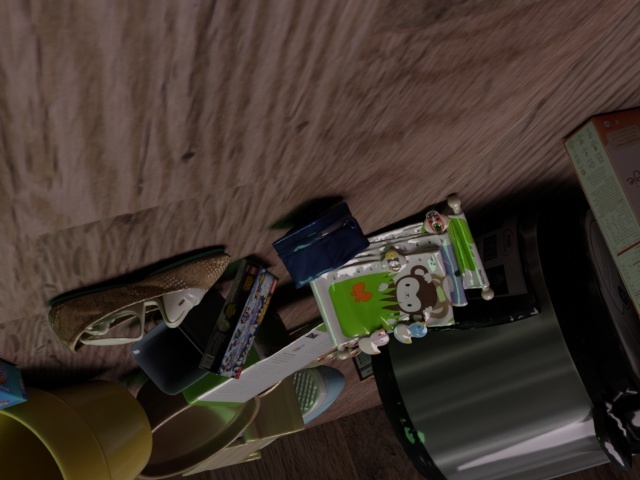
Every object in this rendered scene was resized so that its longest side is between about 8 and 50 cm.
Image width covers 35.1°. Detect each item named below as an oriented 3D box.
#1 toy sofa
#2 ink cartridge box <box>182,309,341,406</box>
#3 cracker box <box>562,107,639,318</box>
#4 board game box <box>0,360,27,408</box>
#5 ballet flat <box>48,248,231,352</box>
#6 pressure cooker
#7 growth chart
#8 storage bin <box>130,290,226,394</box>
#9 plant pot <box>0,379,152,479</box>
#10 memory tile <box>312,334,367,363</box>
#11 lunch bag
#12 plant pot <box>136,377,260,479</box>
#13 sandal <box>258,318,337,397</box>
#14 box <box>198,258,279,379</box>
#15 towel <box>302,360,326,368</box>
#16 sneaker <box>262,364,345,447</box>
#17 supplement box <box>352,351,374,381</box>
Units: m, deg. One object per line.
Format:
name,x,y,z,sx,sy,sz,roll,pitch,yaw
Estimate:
toy sofa,-0.173,0.342,1.951,0.177,0.150,0.362,-9,163,-20
ink cartridge box,-0.068,0.134,1.442,0.255,0.097,0.189,-32,163,8
cracker box,0.392,-0.036,1.136,0.155,0.232,0.067,-13,165,-26
board game box,-0.456,0.182,1.187,0.160,0.047,0.210,-18,165,-4
ballet flat,-0.188,0.071,1.094,0.206,0.067,0.073,-19,165,-3
pressure cooker,0.323,0.142,1.433,0.420,0.370,0.375,-22,169,25
growth chart,0.100,0.057,1.286,0.237,0.172,0.021,-23,-160,17
storage bin,-0.168,0.119,1.282,0.091,0.098,0.135,-44,-175,-41
plant pot,-0.374,0.311,1.437,0.254,0.254,0.239,-27,180,28
memory tile,0.055,0.194,1.919,0.148,0.012,0.113,-1,140,-51
lunch bag,0.000,0.000,1.084,0.098,0.065,0.067,-29,-177,41
plant pot,-0.226,0.279,1.658,0.237,0.110,0.237,-27,150,-17
sandal,-0.074,0.184,1.699,0.240,0.088,0.079,-32,131,17
box,-0.095,0.096,1.208,0.027,0.137,0.094,20,174,14
towel,-0.002,0.229,2.004,0.110,0.027,0.148,-5,159,-48
sneaker,-0.093,0.375,2.209,0.366,0.135,0.150,-27,162,33
supplement box,0.168,0.228,2.117,0.188,0.081,0.104,-8,161,-39
